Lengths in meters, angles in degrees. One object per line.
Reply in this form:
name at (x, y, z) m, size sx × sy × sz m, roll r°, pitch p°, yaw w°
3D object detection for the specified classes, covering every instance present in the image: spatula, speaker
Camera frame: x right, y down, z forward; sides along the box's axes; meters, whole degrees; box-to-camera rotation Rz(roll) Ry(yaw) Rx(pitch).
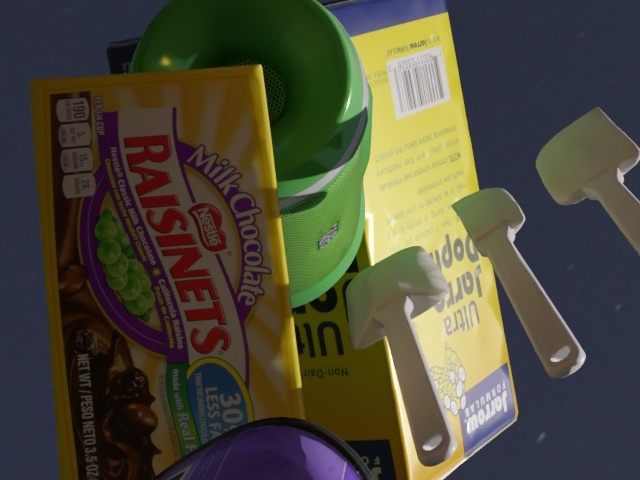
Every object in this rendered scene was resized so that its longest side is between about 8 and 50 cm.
spatula at (0.087, 0.020, 0.750) m, size 0.168 × 0.242 × 0.019 m, roll -31°, pitch -70°, yaw 7°
speaker at (-0.035, -0.043, 0.934) m, size 0.131 × 0.296 × 0.131 m, roll 0°, pitch -104°, yaw 1°

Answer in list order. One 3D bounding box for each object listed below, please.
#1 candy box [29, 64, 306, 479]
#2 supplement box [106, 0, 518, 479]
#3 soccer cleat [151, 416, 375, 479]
candy box at (-0.065, 0.024, 0.701) m, size 0.027 × 0.105 × 0.206 m, roll 116°, pitch -32°, yaw -69°
supplement box at (0.000, 0.000, 1.249) m, size 0.194 × 0.195 × 0.356 m, roll -6°, pitch -79°, yaw 32°
soccer cleat at (-0.102, 0.190, 0.588) m, size 0.318 × 0.116 × 0.108 m, roll -43°, pitch -102°, yaw 9°
